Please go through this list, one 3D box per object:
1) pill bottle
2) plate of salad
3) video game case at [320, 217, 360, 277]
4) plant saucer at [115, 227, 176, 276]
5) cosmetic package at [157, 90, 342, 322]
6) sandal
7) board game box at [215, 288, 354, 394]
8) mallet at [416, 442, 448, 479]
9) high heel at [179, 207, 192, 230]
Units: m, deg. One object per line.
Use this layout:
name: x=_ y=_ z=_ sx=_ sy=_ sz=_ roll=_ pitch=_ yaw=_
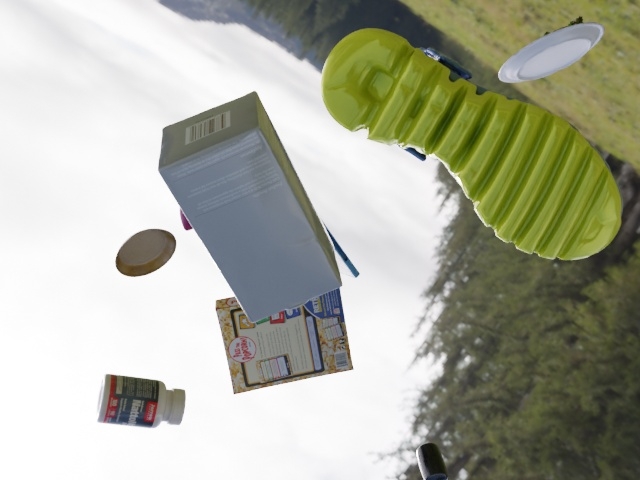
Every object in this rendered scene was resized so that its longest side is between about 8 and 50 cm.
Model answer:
pill bottle: x=-0.390 y=0.353 z=1.756 sx=0.180 sy=0.108 sz=0.108 roll=10 pitch=-159 yaw=-18
plate of salad: x=0.415 y=-0.347 z=1.465 sx=0.199 sy=0.199 sz=0.048 roll=7 pitch=-119 yaw=-61
video game case: x=0.000 y=0.000 z=1.561 sx=0.166 sy=0.015 sz=0.119 roll=55 pitch=160 yaw=-27
plant saucer: x=-0.225 y=0.012 z=1.028 sx=0.083 sy=0.083 sz=0.015 roll=15 pitch=-150 yaw=-51
cosmetic package: x=-0.076 y=-0.033 z=0.931 sx=0.107 sy=0.127 sz=0.238 roll=-102 pitch=-11 yaw=-54
sandal: x=0.156 y=-0.102 z=0.791 sx=0.317 sy=0.126 sz=0.138 roll=38 pitch=-160 yaw=6
board game box: x=-0.055 y=0.147 z=1.253 sx=0.193 sy=0.147 sz=0.045 roll=-10 pitch=-165 yaw=-4
mallet: x=0.198 y=0.389 z=1.298 sx=0.190 sy=0.039 sz=0.062 roll=58 pitch=-169 yaw=-46
high heel: x=-0.193 y=-0.089 z=1.766 sx=0.244 sy=0.117 sz=0.082 roll=-11 pitch=-154 yaw=-36
